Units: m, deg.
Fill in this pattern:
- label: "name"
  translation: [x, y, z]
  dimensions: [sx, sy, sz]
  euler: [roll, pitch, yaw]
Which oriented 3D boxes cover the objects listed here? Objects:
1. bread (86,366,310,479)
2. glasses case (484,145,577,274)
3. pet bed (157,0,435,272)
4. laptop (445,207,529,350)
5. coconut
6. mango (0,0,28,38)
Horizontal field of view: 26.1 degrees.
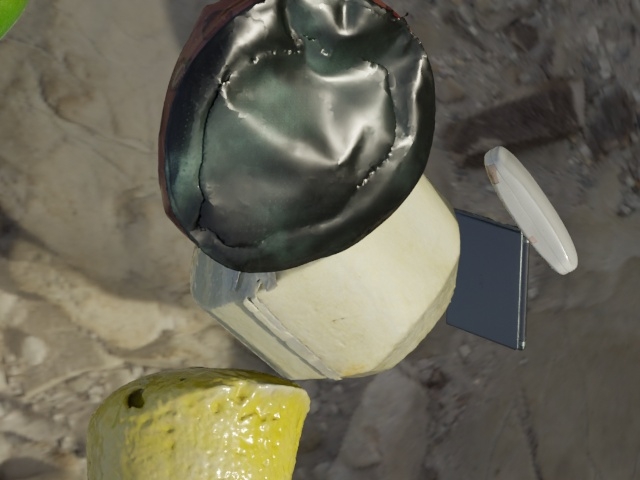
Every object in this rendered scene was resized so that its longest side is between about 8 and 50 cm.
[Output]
- label: "bread"
  translation: [-0.102, 0.192, 1.166]
  dimensions: [0.197, 0.197, 0.171]
  euler: [-5, 74, 14]
- label: "glasses case"
  translation: [0.235, -0.034, 1.539]
  dimensions: [0.041, 0.063, 0.164]
  euler: [-33, 102, 19]
- label: "pet bed"
  translation: [-0.014, -0.074, 0.884]
  dimensions: [0.201, 0.201, 0.053]
  euler: [-57, 35, 8]
- label: "laptop"
  translation: [0.221, 0.052, 1.841]
  dimensions: [0.129, 0.016, 0.180]
  euler: [20, 123, 37]
- label: "coconut"
  translation: [0.000, 0.000, 1.602]
  dimensions: [0.323, 0.323, 0.323]
  euler: [0, 90, 14]
- label: "mango"
  translation: [-0.505, -0.278, 1.705]
  dimensions: [0.201, 0.225, 0.382]
  euler: [44, 77, -24]
